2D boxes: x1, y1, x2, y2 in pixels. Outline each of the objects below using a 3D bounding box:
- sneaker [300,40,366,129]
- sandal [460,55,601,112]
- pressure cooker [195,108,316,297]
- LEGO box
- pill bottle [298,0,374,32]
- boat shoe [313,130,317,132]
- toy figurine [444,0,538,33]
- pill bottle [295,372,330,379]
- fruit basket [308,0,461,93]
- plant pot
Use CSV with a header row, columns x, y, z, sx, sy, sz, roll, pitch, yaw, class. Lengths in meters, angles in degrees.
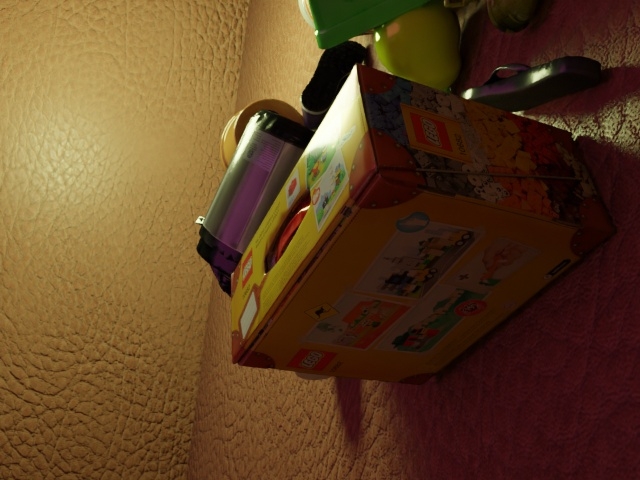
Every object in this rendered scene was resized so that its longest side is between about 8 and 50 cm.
x,y,z,sx,sy,sz,roll,pitch,yaw,class
0.027,-0.427,1.781,0.283,0.107,0.124,-56,-12,-23,sneaker
0.326,-0.249,1.013,0.255,0.097,0.054,-2,80,59,sandal
-0.067,-0.030,1.403,0.420,0.376,0.370,-65,12,5,pressure cooker
0.115,0.023,1.006,0.500,0.373,0.193,126,147,-45,LEGO box
0.085,-0.628,1.626,0.392,0.224,0.223,-143,65,-68,pill bottle
-0.027,-0.368,2.018,0.079,0.081,0.227,147,129,-64,boat shoe
0.339,-0.517,0.966,0.217,0.191,0.362,23,104,64,toy figurine
-0.019,0.207,1.639,0.152,0.152,0.271,123,150,-47,pill bottle
0.170,-0.477,1.289,0.282,0.392,0.392,-85,17,-49,fruit basket
-0.147,-0.277,1.853,0.203,0.291,0.290,122,155,-81,plant pot
